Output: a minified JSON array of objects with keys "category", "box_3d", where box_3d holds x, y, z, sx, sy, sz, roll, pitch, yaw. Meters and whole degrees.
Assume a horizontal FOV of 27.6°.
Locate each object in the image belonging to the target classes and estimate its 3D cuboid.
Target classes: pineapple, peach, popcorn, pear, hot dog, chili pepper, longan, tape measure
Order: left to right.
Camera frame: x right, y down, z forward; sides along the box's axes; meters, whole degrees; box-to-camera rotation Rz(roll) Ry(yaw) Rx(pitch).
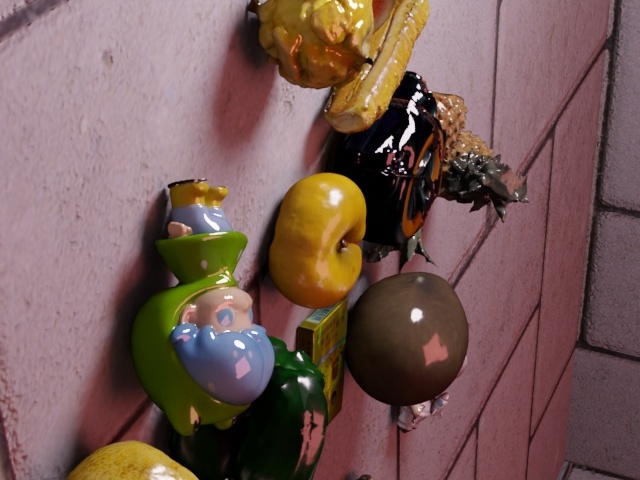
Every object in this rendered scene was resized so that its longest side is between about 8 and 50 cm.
[{"category":"pear","box_3d":[-0.190,0.290,1.276,0.178,0.178,0.178,13,90,-69]},{"category":"chili pepper","box_3d":[-0.092,0.242,1.507,0.165,0.173,0.261,-90,-161,-79]},{"category":"popcorn","box_3d":[-0.002,-0.245,1.484,0.167,0.152,0.148,95,18,-58]},{"category":"peach","box_3d":[0.000,0.000,1.678,0.179,0.103,0.179,12,90,-72]},{"category":"hot dog","box_3d":[0.083,-0.242,1.772,0.068,0.083,0.289,64,38,-33]},{"category":"tape measure","box_3d":[0.100,-0.099,1.829,0.223,0.135,0.202,81,31,-49]},{"category":"longan","box_3d":[0.129,0.149,1.967,0.220,0.196,0.197,-70,161,-54]},{"category":"pineapple","box_3d":[0.147,-0.091,1.981,0.130,0.119,0.277,-104,-156,-81]},{"category":"pineapple","box_3d":[0.244,-0.105,2.068,0.248,0.128,0.128,-137,-128,-68]}]

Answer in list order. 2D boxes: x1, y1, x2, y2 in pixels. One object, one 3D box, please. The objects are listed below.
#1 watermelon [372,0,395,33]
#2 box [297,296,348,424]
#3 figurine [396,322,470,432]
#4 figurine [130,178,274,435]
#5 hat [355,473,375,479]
[{"category":"watermelon","box_3d":[0.062,-0.332,1.693,0.163,0.069,0.087,55,50,-60]},{"category":"box","box_3d":[0.000,0.188,1.886,0.121,0.030,0.193,-40,137,-57]},{"category":"figurine","box_3d":[0.192,0.232,2.298,0.137,0.112,0.229,1,114,-61]},{"category":"figurine","box_3d":[-0.124,0.070,1.374,0.162,0.143,0.263,9,76,-71]},{"category":"hat","box_3d":[0.048,0.477,2.136,0.175,0.085,0.147,-56,172,8]}]
